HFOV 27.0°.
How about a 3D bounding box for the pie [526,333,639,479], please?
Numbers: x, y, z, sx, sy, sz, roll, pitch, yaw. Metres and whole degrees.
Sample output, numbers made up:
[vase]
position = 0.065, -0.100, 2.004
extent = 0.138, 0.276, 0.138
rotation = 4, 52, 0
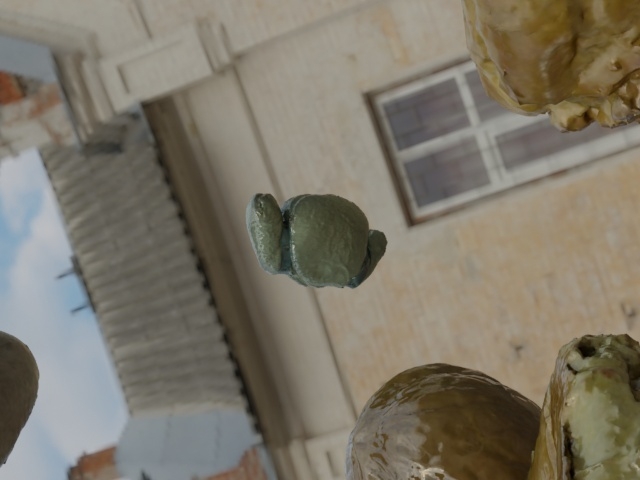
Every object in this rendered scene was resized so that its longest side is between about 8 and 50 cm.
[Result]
[pie]
position = 0.205, 0.237, 1.055
extent = 0.339, 0.083, 0.340
rotation = 10, -90, -88

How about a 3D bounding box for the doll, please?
[doll]
position = 0.000, 0.000, 1.447
extent = 0.214, 0.071, 0.104
rotation = 13, -99, -47

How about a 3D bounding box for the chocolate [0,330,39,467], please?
[chocolate]
position = -0.425, 0.186, 1.462
extent = 0.303, 0.185, 0.101
rotation = -79, -4, -56

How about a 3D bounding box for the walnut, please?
[walnut]
position = 0.132, 0.229, 1.318
extent = 0.228, 0.228, 0.228
rotation = -19, -90, -72

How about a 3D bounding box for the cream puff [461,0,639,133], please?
[cream puff]
position = 0.194, -0.239, 0.866
extent = 0.343, 0.231, 0.327
rotation = -60, -38, -71
